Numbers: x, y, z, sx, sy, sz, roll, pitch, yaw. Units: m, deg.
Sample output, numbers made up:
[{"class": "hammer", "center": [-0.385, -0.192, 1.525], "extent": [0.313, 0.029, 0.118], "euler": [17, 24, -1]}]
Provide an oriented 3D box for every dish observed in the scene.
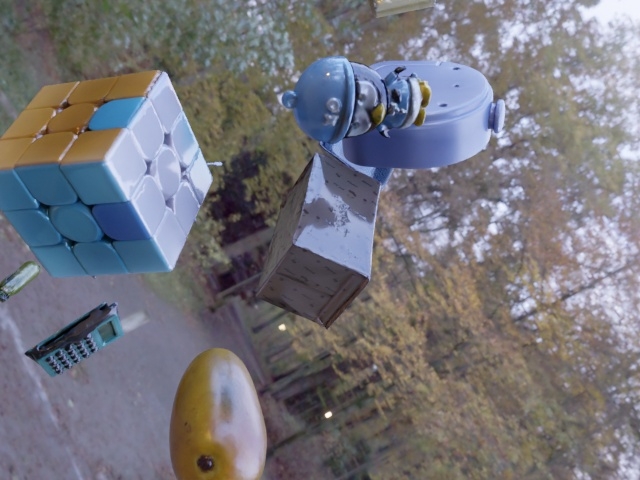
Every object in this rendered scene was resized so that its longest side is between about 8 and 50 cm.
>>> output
[{"class": "dish", "center": [0.104, -0.259, 2.084], "extent": [0.243, 0.182, 0.080], "euler": [36, -37, -11]}]

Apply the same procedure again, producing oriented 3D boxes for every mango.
[{"class": "mango", "center": [-0.257, 0.456, 1.741], "extent": [0.446, 0.232, 0.300], "euler": [-98, 173, -59]}]

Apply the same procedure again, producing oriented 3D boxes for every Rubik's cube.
[{"class": "Rubik's cube", "center": [-0.426, -0.128, 1.352], "extent": [0.291, 0.291, 0.290], "euler": [-75, 156, -43]}]

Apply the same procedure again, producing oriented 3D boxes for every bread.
[{"class": "bread", "center": [0.216, -0.695, 1.888], "extent": [0.060, 0.178, 0.140], "euler": [99, -26, -74]}]

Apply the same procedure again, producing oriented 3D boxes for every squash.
[{"class": "squash", "center": [-0.768, 0.099, 1.735], "extent": [0.183, 0.052, 0.052], "euler": [-68, 136, -67]}]

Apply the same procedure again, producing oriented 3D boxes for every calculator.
[{"class": "calculator", "center": [-0.698, 0.294, 1.979], "extent": [0.058, 0.274, 0.248], "euler": [52, -22, 14]}]

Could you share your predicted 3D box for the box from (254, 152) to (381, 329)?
[{"class": "box", "center": [0.000, 0.000, 1.539], "extent": [0.225, 0.190, 0.297], "euler": [-53, -160, 45]}]

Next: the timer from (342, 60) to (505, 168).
[{"class": "timer", "center": [0.251, -0.297, 1.654], "extent": [0.395, 0.394, 0.173], "euler": [-127, -155, -53]}]

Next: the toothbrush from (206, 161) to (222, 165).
[{"class": "toothbrush", "center": [-0.416, -0.256, 2.302], "extent": [0.019, 0.193, 0.013], "euler": [-21, -101, 48]}]

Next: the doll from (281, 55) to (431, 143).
[{"class": "doll", "center": [0.071, -0.279, 1.371], "extent": [0.141, 0.313, 0.177], "euler": [-119, -148, -49]}]
